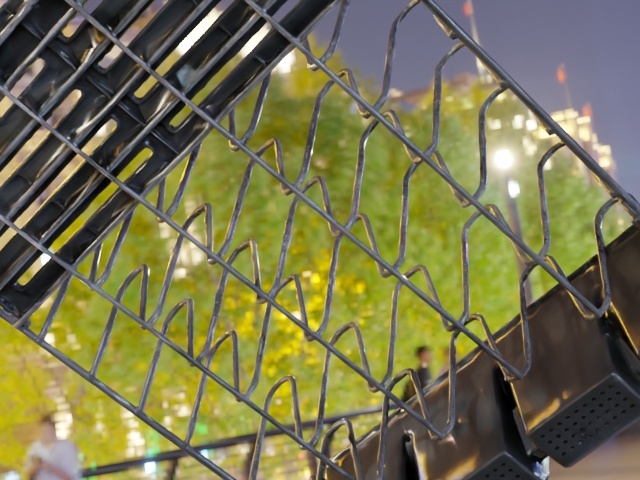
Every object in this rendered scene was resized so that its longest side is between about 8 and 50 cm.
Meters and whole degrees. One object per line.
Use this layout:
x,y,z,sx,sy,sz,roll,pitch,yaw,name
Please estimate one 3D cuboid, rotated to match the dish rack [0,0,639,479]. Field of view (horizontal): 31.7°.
0.000,0.000,0.394,0.208,0.271,0.074,-42,22,21,dish rack
